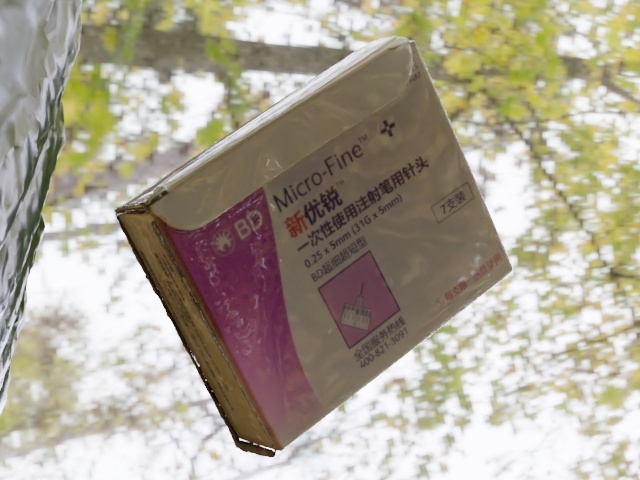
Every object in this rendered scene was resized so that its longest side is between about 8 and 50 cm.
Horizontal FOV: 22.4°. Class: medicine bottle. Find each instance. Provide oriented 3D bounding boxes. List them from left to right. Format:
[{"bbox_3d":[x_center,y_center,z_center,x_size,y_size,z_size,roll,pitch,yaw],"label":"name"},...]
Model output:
[{"bbox_3d":[0.000,0.000,0.930,0.052,0.201,0.171,10,-51,57],"label":"medicine bottle"}]

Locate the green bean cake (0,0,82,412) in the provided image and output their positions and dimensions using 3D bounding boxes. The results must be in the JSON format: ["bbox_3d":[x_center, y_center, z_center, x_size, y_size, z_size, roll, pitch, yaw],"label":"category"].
[{"bbox_3d":[-0.261,-0.014,0.604,0.319,0.218,0.335,20,-47,-8],"label":"green bean cake"}]
